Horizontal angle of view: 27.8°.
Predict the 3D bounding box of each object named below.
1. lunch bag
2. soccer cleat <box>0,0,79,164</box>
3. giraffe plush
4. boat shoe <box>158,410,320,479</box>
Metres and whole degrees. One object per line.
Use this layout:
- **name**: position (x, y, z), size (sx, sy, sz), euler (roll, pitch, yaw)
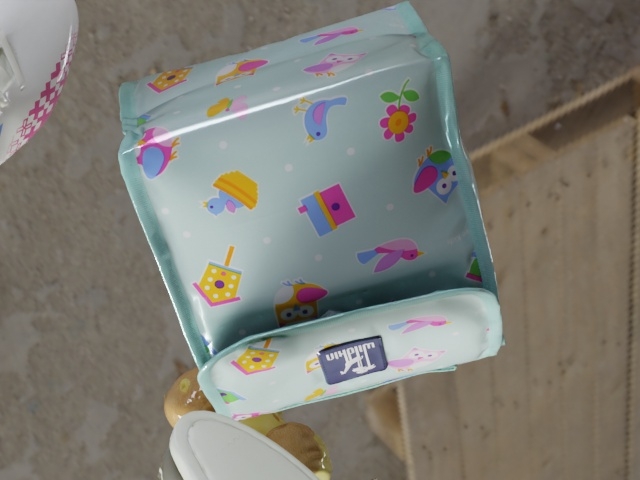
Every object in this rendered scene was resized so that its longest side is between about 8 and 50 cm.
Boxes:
- **lunch bag**: position (0.000, 0.000, 0.889), size (0.223, 0.160, 0.262), euler (-15, 116, -1)
- **soccer cleat**: position (-0.311, -0.095, 1.092), size (0.116, 0.143, 0.331), euler (37, 80, -10)
- **giraffe plush**: position (-0.070, 0.168, 1.169), size (0.210, 0.170, 0.181), euler (-5, 149, -40)
- **boat shoe**: position (-0.001, 0.238, 0.789), size (0.091, 0.305, 0.109), euler (-51, 166, 29)
